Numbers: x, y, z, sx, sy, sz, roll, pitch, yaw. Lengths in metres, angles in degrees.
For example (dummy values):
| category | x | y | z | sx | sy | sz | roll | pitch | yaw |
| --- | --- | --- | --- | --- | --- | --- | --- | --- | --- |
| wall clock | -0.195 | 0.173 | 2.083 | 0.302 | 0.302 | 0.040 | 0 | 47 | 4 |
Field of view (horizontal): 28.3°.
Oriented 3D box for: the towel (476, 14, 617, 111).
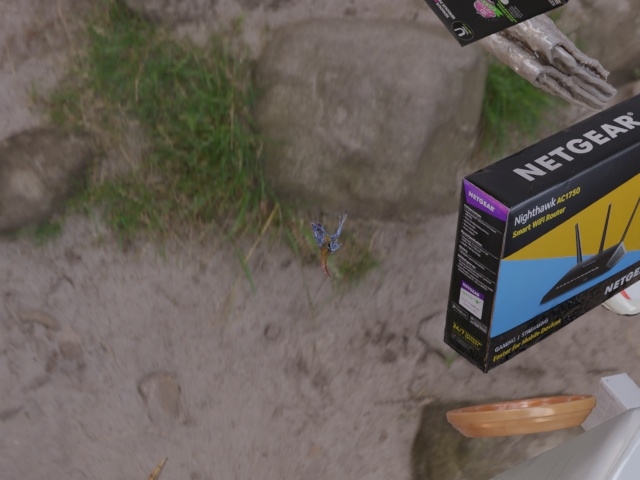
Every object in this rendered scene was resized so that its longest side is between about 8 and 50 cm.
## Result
| category | x | y | z | sx | sy | sz | roll | pitch | yaw |
| --- | --- | --- | --- | --- | --- | --- | --- | --- | --- |
| towel | 0.123 | -0.211 | 1.082 | 0.282 | 0.187 | 0.049 | 42 | 105 | 23 |

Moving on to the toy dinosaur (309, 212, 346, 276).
| category | x | y | z | sx | sy | sz | roll | pitch | yaw |
| --- | --- | --- | --- | --- | --- | --- | --- | --- | --- |
| toy dinosaur | 0.000 | 0.000 | 1.684 | 0.047 | 0.082 | 0.090 | 18 | 86 | -7 |

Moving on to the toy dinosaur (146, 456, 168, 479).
| category | x | y | z | sx | sy | sz | roll | pitch | yaw |
| --- | --- | --- | --- | --- | --- | --- | --- | --- | --- |
| toy dinosaur | -0.202 | 0.275 | 1.038 | 0.211 | 0.064 | 0.112 | -33 | 65 | 9 |

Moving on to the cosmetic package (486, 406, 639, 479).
| category | x | y | z | sx | sy | sz | roll | pitch | yaw |
| --- | --- | --- | --- | --- | --- | --- | --- | --- | --- |
| cosmetic package | 0.147 | 0.353 | 0.724 | 0.329 | 0.394 | 0.327 | 38 | 64 | 1 |

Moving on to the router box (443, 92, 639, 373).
| category | x | y | z | sx | sy | sz | roll | pitch | yaw |
| --- | --- | --- | --- | --- | --- | --- | --- | --- | --- |
| router box | 0.162 | -0.008 | 0.834 | 0.179 | 0.133 | 0.046 | -26 | 45 | -32 |

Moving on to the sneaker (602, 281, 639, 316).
| category | x | y | z | sx | sy | sz | roll | pitch | yaw |
| --- | --- | --- | --- | --- | --- | --- | --- | --- | --- |
| sneaker | 0.288 | -0.008 | 1.243 | 0.057 | 0.075 | 0.161 | -8 | 75 | -18 |

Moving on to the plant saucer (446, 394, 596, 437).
| category | x | y | z | sx | sy | sz | roll | pitch | yaw |
| --- | --- | --- | --- | --- | --- | --- | --- | --- | --- |
| plant saucer | 0.269 | 0.235 | 1.696 | 0.200 | 0.200 | 0.037 | -6 | 86 | -6 |

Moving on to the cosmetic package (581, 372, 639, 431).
| category | x | y | z | sx | sy | sz | roll | pitch | yaw |
| --- | --- | --- | --- | --- | --- | --- | --- | --- | --- |
| cosmetic package | 0.493 | 0.316 | 1.899 | 0.060 | 0.099 | 0.239 | -8 | 42 | -30 |

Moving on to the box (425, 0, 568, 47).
| category | x | y | z | sx | sy | sz | roll | pitch | yaw |
| --- | --- | --- | --- | --- | --- | --- | --- | --- | --- |
| box | 0.100 | -0.150 | 0.676 | 0.052 | 0.083 | 0.062 | 48 | 59 | -18 |
